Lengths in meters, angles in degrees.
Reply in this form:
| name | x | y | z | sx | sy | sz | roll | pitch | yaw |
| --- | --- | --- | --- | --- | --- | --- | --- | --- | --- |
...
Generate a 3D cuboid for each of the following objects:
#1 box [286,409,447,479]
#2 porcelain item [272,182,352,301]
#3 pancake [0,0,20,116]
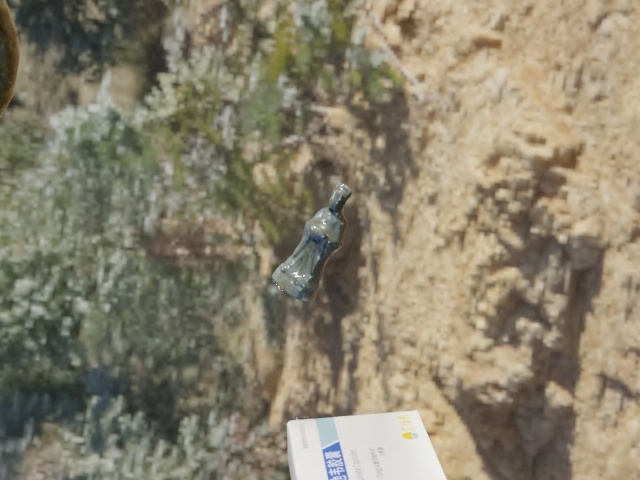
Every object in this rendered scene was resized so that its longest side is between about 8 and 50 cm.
| name | x | y | z | sx | sy | sz | roll | pitch | yaw |
| --- | --- | --- | --- | --- | --- | --- | --- | --- | --- |
| box | 0.064 | 0.332 | 1.534 | 0.343 | 0.200 | 0.065 | -108 | 14 | -73 |
| porcelain item | 0.000 | 0.000 | 1.987 | 0.081 | 0.069 | 0.216 | 41 | 110 | 36 |
| pancake | -0.650 | -0.305 | 1.806 | 0.065 | 0.356 | 0.356 | 25 | 111 | 59 |
